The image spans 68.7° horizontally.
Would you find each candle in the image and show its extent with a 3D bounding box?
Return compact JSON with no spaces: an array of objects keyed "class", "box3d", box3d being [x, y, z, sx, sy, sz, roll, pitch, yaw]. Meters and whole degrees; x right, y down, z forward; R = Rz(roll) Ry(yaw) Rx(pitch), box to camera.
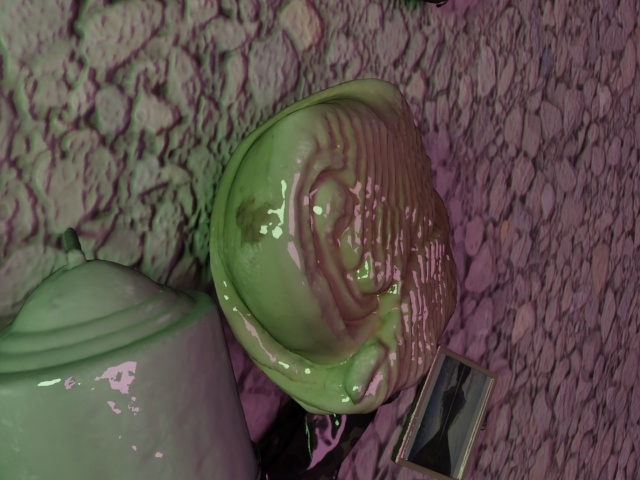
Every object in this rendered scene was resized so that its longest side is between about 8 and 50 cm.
[{"class":"candle","box3d":[-0.177,0.162,0.420,0.221,0.221,0.343,-19,104,-30]}]

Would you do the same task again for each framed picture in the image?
[{"class":"framed picture","box3d":[0.216,0.297,0.793,0.150,0.015,0.203,30,77,-21]}]

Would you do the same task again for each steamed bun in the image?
[{"class":"steamed bun","box3d":[0.003,0.009,0.509,0.324,0.219,0.310,-46,122,-50]}]

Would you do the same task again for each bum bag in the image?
[{"class":"bum bag","box3d":[-0.016,0.276,0.610,0.340,0.095,0.144,-52,125,-12]}]

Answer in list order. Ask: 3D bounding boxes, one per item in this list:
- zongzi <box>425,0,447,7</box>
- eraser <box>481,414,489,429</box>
[{"class":"zongzi","box3d":[0.091,-0.363,0.628,0.205,0.094,0.204,44,75,-27]},{"class":"eraser","box3d":[0.272,0.330,0.843,0.099,0.019,0.027,9,89,-32]}]
